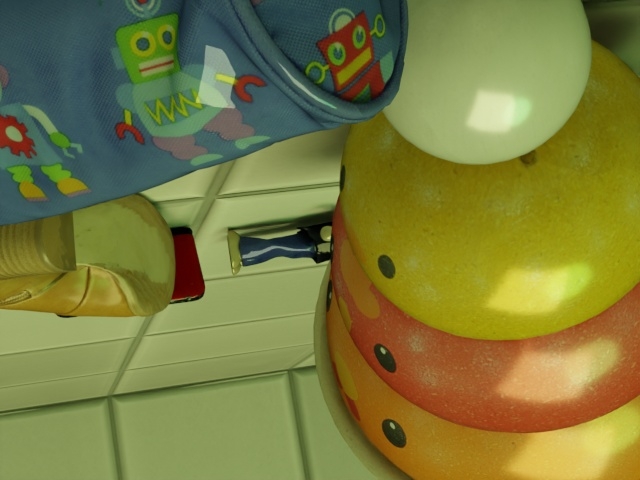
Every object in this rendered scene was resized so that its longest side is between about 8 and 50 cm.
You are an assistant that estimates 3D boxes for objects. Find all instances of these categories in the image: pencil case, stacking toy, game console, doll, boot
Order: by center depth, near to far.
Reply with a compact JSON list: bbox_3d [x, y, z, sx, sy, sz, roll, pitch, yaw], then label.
[{"bbox_3d":[-0.115,-0.082,0.553,0.306,0.119,0.133,-13,130,32],"label":"pencil case"},{"bbox_3d":[0.118,-0.031,0.794,0.351,0.350,0.480,-12,149,10],"label":"stacking toy"},{"bbox_3d":[-0.263,0.014,1.027,0.211,0.104,0.295,-4,172,16],"label":"boot"},{"bbox_3d":[-0.194,0.038,1.197,0.144,0.124,0.085,-8,142,-14],"label":"game console"},{"bbox_3d":[0.000,0.000,1.260,0.189,0.046,0.129,-8,170,-6],"label":"doll"}]
